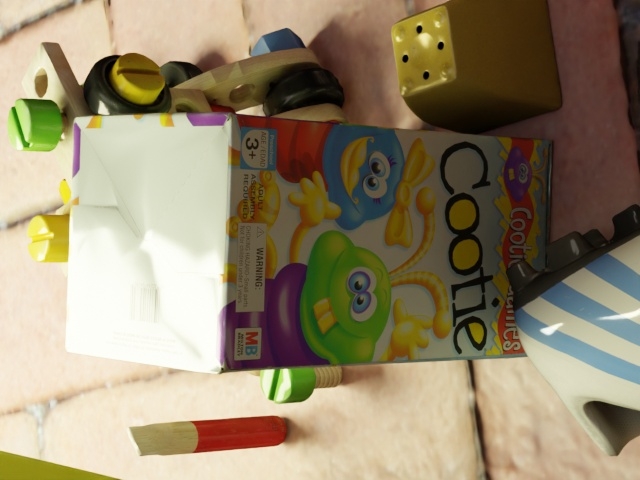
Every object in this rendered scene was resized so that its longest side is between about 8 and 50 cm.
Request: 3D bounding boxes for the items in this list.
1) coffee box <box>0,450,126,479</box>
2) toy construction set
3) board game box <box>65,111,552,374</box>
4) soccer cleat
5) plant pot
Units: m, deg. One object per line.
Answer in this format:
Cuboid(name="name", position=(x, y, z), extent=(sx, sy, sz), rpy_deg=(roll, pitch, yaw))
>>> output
Cuboid(name="coffee box", position=(-0.203, 0.373, 1.134), extent=(0.338, 0.334, 0.337), rpy_deg=(-35, 48, 38))
Cuboid(name="toy construction set", position=(-0.125, -0.003, 1.179), extent=(0.257, 0.237, 0.308), rpy_deg=(-20, 76, 43))
Cuboid(name="board game box", position=(0.000, 0.000, 1.028), extent=(0.144, 0.275, 0.142), rpy_deg=(3, 92, 45))
Cuboid(name="soccer cleat", position=(0.224, 0.026, 0.896), extent=(0.143, 0.116, 0.331), rpy_deg=(63, 151, 6))
Cuboid(name="plant pot", position=(0.092, -0.117, 1.074), extent=(0.081, 0.083, 0.081), rpy_deg=(-15, 78, 44))
